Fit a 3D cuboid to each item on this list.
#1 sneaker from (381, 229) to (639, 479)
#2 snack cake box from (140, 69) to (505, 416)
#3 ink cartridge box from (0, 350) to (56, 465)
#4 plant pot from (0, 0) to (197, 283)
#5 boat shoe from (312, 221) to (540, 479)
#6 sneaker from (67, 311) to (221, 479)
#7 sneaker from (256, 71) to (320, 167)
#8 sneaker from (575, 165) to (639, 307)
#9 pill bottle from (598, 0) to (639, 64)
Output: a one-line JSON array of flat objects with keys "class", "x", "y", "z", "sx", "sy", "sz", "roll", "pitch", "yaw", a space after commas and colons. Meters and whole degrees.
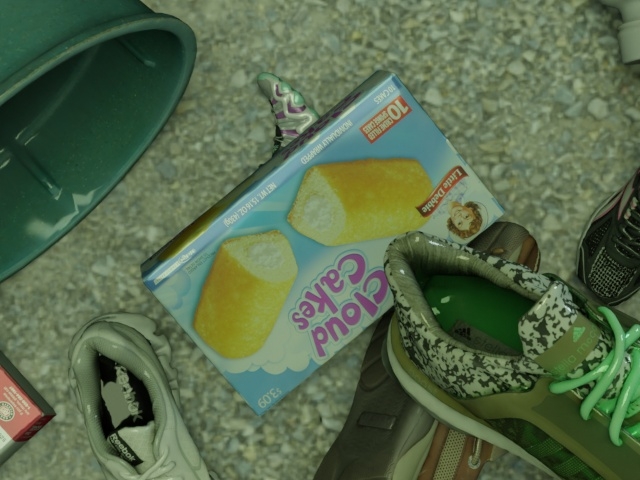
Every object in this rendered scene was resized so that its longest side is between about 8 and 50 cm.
[{"class": "sneaker", "x": 0.194, "y": 0.106, "z": 1.280, "sx": 0.410, "sy": 0.182, "sz": 0.158, "roll": 23, "pitch": 74, "yaw": 31}, {"class": "snack cake box", "x": 0.000, "y": 0.000, "z": 1.499, "sx": 0.264, "sy": 0.089, "sz": 0.152, "roll": -40, "pitch": 100, "yaw": -1}, {"class": "ink cartridge box", "x": -0.316, "y": 0.156, "z": 1.526, "sx": 0.150, "sy": 0.063, "sz": 0.109, "roll": -43, "pitch": 87, "yaw": -2}, {"class": "plant pot", "x": -0.332, "y": -0.164, "z": 1.433, "sx": 0.341, "sy": 0.341, "sz": 0.334, "roll": -43, "pitch": 78, "yaw": -1}, {"class": "boat shoe", "x": 0.100, "y": 0.137, "z": 1.504, "sx": 0.116, "sy": 0.123, "sz": 0.324, "roll": 35, "pitch": 77, "yaw": -30}, {"class": "sneaker", "x": -0.133, "y": 0.198, "z": 1.494, "sx": 0.110, "sy": 0.118, "sz": 0.292, "roll": -26, "pitch": 88, "yaw": -2}, {"class": "sneaker", "x": -0.033, "y": -0.091, "z": 1.546, "sx": 0.098, "sy": 0.038, "sz": 0.069, "roll": 44, "pitch": 88, "yaw": 4}, {"class": "sneaker", "x": 0.272, "y": -0.029, "z": 1.516, "sx": 0.072, "sy": 0.077, "sz": 0.178, "roll": 29, "pitch": 88, "yaw": 4}, {"class": "pill bottle", "x": 0.278, "y": -0.262, "z": 1.504, "sx": 0.124, "sy": 0.124, "sz": 0.221, "roll": -9, "pitch": 91, "yaw": 1}]
